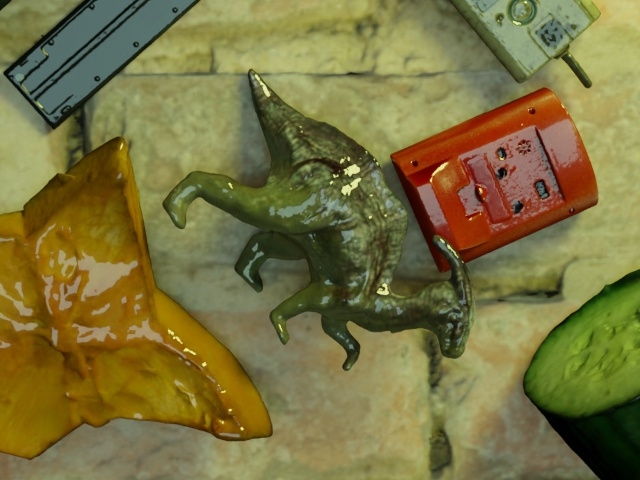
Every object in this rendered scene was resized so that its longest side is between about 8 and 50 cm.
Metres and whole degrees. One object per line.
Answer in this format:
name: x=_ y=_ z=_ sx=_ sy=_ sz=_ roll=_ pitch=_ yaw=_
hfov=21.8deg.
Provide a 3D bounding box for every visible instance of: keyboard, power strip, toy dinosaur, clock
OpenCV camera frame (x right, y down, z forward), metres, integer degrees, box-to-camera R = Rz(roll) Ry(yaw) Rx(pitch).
keyboard: x=-0.171 y=-0.183 z=1.395 sx=0.202 sy=0.011 sz=0.067 roll=-41 pitch=103 yaw=5
power strip: x=0.144 y=-0.230 z=1.392 sx=0.092 sy=0.034 sz=0.268 roll=-40 pitch=102 yaw=5
toy dinosaur: x=0.002 y=0.000 z=1.406 sx=0.162 sy=0.077 sz=0.294 roll=-41 pitch=98 yaw=9
clock: x=0.153 y=-0.050 z=1.420 sx=0.155 sy=0.061 sz=0.113 roll=-25 pitch=104 yaw=0

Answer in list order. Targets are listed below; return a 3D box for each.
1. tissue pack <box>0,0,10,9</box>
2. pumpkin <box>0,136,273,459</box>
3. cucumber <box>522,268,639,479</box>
tissue pack: x=-0.289 y=-0.207 z=1.272 sx=0.315 sy=0.228 sz=0.103 roll=-40 pitch=97 yaw=6
pumpkin: x=-0.214 y=0.080 z=1.407 sx=0.258 sy=0.095 sz=0.290 roll=-22 pitch=109 yaw=4
cucumber: x=0.270 y=0.125 z=1.408 sx=0.191 sy=0.191 sz=0.130 roll=-43 pitch=101 yaw=6
